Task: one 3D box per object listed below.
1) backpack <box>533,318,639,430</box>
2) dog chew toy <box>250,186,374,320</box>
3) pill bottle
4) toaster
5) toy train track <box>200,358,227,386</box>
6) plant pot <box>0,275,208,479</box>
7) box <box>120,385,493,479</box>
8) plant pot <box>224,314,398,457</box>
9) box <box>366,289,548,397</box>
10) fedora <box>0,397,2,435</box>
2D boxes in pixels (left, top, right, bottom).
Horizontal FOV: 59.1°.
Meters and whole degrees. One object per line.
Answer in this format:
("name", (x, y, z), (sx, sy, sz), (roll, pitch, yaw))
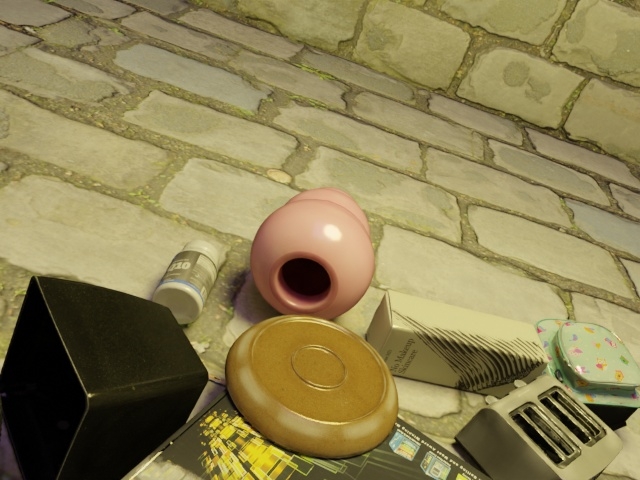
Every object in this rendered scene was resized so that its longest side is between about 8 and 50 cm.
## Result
("backpack", (0.440, 0.217, 0.975), (0.166, 0.144, 0.188), (5, 33, -13))
("dog chew toy", (0.000, 0.000, 1.008), (0.207, 0.206, 0.332), (21, 26, 1))
("pill bottle", (-0.210, 0.062, 0.903), (0.078, 0.078, 0.137), (17, 32, -5))
("toaster", (0.317, 0.300, 0.816), (0.168, 0.110, 0.185), (-11, 44, -37))
("toy train track", (-0.163, 0.188, 0.806), (0.083, 0.014, 0.048), (23, 33, 2))
("plant pot", (-0.245, 0.165, 0.655), (0.167, 0.188, 0.187), (1, 36, -46))
("box", (0.015, 0.319, 0.637), (0.395, 0.097, 0.318), (31, 35, 18))
("plant pot", (-0.004, 0.172, 0.736), (0.236, 0.032, 0.236), (15, 31, -9))
("box", (0.223, 0.177, 0.944), (0.275, 0.113, 0.094), (13, 35, -9))
("fedora", (-0.401, 0.179, 0.519), (0.334, 0.334, 0.152), (41, 7, 28))
